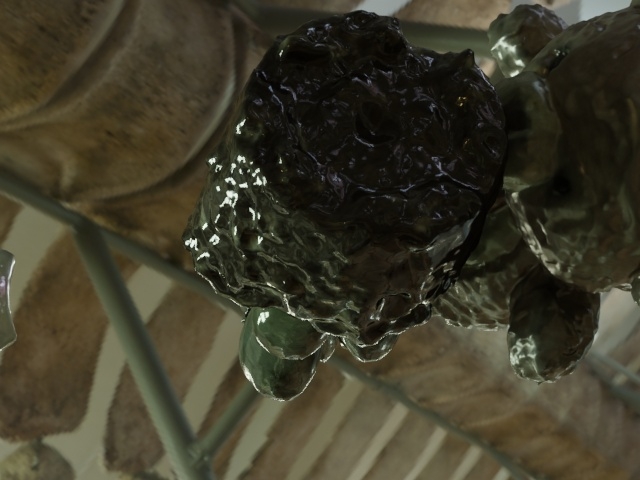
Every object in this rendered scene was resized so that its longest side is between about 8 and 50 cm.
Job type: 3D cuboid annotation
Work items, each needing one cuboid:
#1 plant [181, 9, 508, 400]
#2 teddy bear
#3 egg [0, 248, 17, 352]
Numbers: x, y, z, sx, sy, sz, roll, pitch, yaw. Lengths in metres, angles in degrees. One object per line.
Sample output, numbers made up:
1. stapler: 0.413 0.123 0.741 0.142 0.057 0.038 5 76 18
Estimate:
1. plant: -0.001 0.001 0.587 0.146 0.149 0.274 -48 -8 -24
2. teddy bear: 0.140 -0.032 0.628 0.151 0.236 0.267 5 -13 -14
3. egg: -0.383 0.125 0.910 0.162 0.206 0.271 -82 12 -76
